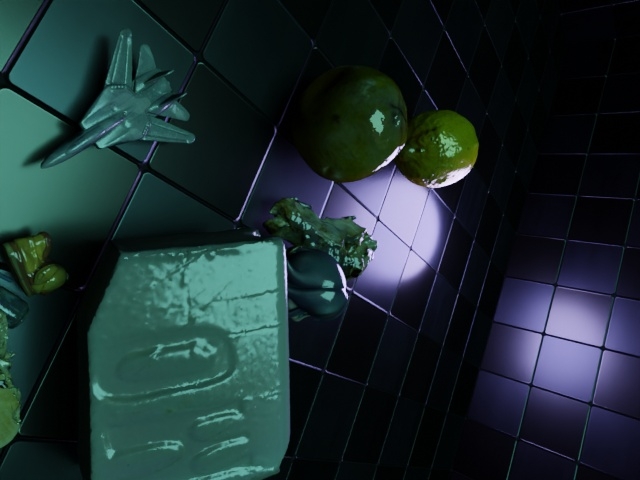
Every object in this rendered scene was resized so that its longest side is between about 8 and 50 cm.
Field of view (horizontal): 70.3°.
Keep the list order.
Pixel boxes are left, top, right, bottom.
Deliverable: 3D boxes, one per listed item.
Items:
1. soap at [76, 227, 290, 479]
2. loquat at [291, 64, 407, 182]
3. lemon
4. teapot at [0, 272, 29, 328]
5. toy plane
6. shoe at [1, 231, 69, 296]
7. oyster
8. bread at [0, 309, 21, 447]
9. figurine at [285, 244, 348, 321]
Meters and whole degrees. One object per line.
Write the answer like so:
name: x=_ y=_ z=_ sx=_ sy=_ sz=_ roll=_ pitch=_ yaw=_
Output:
soap: x=-0.236 y=0.204 z=0.784 sx=0.349 sy=0.213 sz=0.436 roll=-2 pitch=97 yaw=-25
loquat: x=0.075 y=-0.269 z=1.076 sx=0.275 sy=0.283 sz=0.276 roll=-3 pitch=95 yaw=-45
lemon: x=0.355 y=-0.286 z=1.421 sx=0.319 sy=0.245 sz=0.246 roll=-16 pitch=109 yaw=-40
teapot: x=-0.479 y=0.089 z=0.681 sx=0.064 sy=0.049 sz=0.083 roll=-56 pitch=133 yaw=-26
toy plane: x=-0.350 y=-0.199 z=0.757 sx=0.267 sy=0.088 sz=0.212 roll=-45 pitch=127 yaw=-24
shoe: x=-0.437 y=0.040 z=0.703 sx=0.069 sy=0.072 sz=0.109 roll=-35 pitch=122 yaw=-33
oyster: x=0.006 y=-0.005 z=1.150 sx=0.337 sy=0.133 sz=0.198 roll=40 pitch=94 yaw=-30
bread: x=-0.529 y=0.205 z=0.632 sx=0.181 sy=0.039 sz=0.251 roll=-9 pitch=113 yaw=-35
figurine: x=-0.073 y=0.113 z=1.019 sx=0.264 sy=0.175 sz=0.197 roll=-1 pitch=111 yaw=-8
